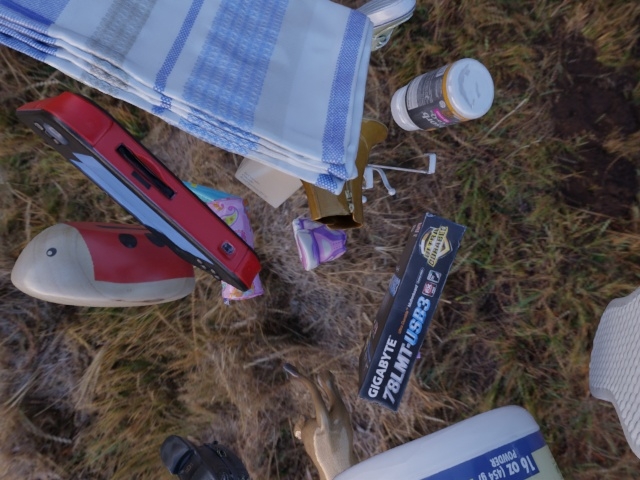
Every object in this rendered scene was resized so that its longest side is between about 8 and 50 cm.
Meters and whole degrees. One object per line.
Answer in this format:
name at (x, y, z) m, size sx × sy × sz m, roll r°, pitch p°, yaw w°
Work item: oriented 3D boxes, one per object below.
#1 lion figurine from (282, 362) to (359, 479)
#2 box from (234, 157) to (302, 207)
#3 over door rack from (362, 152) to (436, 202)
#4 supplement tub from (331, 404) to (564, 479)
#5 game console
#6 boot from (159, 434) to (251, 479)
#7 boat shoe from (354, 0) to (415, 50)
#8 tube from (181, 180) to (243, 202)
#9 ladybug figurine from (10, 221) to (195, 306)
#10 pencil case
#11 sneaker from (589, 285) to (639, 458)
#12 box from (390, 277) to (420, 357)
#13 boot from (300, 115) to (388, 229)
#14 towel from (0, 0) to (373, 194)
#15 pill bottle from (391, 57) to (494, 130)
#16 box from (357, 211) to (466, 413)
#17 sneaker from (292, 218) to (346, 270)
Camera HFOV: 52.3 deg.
lion figurine at (0.042, 0.392, 1.077) m, size 0.142 × 0.240 × 0.392 m, roll -32°, pitch 94°, yaw -3°
box at (-0.059, -0.230, 1.602) m, size 0.148 × 0.311 × 0.121 m, roll 37°, pitch 44°, yaw -15°
over door rack at (0.136, -0.161, 1.837) m, size 0.239 × 0.324 × 0.108 m, roll -16°, pitch 97°, yaw -30°
supplement tub at (0.162, 0.344, 0.622) m, size 0.228 × 0.228 × 0.316 m, roll -20°, pitch 69°, yaw -7°
game console at (-0.285, -0.069, 1.006) m, size 0.386 × 0.342 × 0.060 m, roll 47°, pitch 70°, yaw -30°
boot at (-0.219, 0.527, 1.437) m, size 0.091 × 0.229 × 0.263 m, roll -47°, pitch 54°, yaw 3°
boat shoe at (0.113, -0.485, 1.493) m, size 0.109 × 0.302 × 0.094 m, roll -50°, pitch 117°, yaw -26°
tube at (-0.325, -0.130, 1.858) m, size 0.207 × 0.080 × 0.052 m, roll 20°, pitch 72°, yaw -16°
ladybug figurine at (-0.473, 0.048, 1.502) m, size 0.305 × 0.449 × 0.162 m, roll 14°, pitch 97°, yaw 35°
pencil case at (-0.234, 0.024, 1.765) m, size 0.124 × 0.124 × 0.284 m, roll -9°, pitch 95°, yaw -7°
sneaker at (0.319, 0.105, 0.514) m, size 0.150 × 0.366 × 0.135 m, roll 10°, pitch 92°, yaw 15°
box at (0.226, 0.211, 1.732) m, size 0.057 × 0.293 × 0.201 m, roll -6°, pitch 81°, yaw 7°
boot at (0.053, -0.127, 1.247) m, size 0.295 × 0.104 × 0.211 m, roll -8°, pitch 82°, yaw -52°
towel at (-0.089, -0.167, 0.496) m, size 0.285 × 0.034 × 0.209 m, roll 22°, pitch 52°, yaw -15°
pill bottle at (0.331, -0.394, 1.813) m, size 0.162 × 0.278 × 0.162 m, roll 2°, pitch 87°, yaw -30°
box at (0.143, 0.103, 1.081) m, size 0.073 × 0.295 × 0.293 m, roll 20°, pitch 93°, yaw 4°
sneaker at (0.000, 0.000, 1.376) m, size 0.105 × 0.236 × 0.095 m, roll -16°, pitch 102°, yaw -4°
